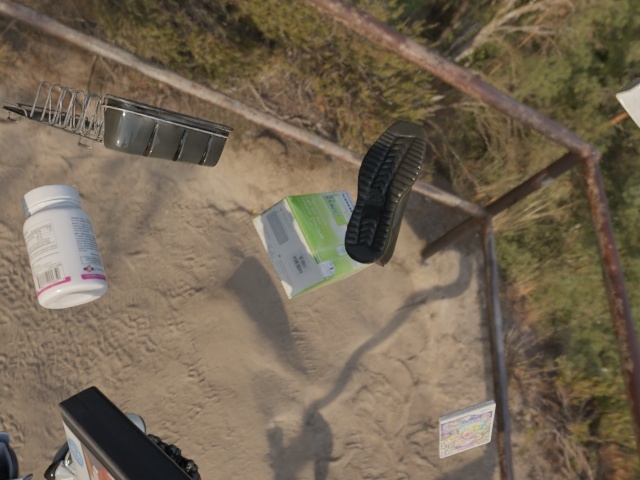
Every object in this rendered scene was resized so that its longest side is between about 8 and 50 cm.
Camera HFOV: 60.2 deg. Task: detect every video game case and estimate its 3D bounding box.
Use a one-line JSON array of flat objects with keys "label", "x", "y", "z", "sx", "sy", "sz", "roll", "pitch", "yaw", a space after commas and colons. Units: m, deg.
[{"label": "video game case", "x": -0.098, "y": 0.275, "z": 0.413, "sx": 0.275, "sy": 0.248, "sz": 0.035, "roll": 24, "pitch": 34, "yaw": 37}, {"label": "video game case", "x": 0.224, "y": 0.292, "z": 0.850, "sx": 0.087, "sy": 0.122, "sz": 0.011, "roll": -16, "pitch": 44, "yaw": -5}]

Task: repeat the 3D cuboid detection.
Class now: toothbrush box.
[{"label": "toothbrush box", "x": 0.000, "y": 0.000, "z": 1.329, "sx": 0.283, "sy": 0.122, "sz": 0.206, "roll": -12, "pitch": 74, "yaw": -59}]

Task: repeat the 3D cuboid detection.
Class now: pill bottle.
[{"label": "pill bottle", "x": -0.646, "y": 0.013, "z": 1.383, "sx": 0.161, "sy": 0.160, "sz": 0.282, "roll": -10, "pitch": 72, "yaw": -32}]

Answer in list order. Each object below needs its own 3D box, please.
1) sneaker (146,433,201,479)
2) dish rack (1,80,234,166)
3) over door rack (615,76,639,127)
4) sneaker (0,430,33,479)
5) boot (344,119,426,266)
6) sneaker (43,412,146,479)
[{"label": "sneaker", "x": -0.188, "y": 0.375, "z": 0.722, "sx": 0.276, "sy": 0.135, "sz": 0.097, "roll": 50, "pitch": 30, "yaw": -7}, {"label": "dish rack", "x": -0.286, "y": -0.165, "z": 0.769, "sx": 0.272, "sy": 0.074, "sz": 0.208, "roll": 20, "pitch": 9, "yaw": 27}, {"label": "over door rack", "x": 0.386, "y": -0.108, "z": 0.314, "sx": 0.108, "sy": 0.240, "sz": 0.324, "roll": 51, "pitch": 7, "yaw": -20}, {"label": "sneaker", "x": -0.447, "y": 0.365, "z": 0.802, "sx": 0.099, "sy": 0.282, "sz": 0.153, "roll": 38, "pitch": 85, "yaw": 25}, {"label": "boot", "x": 0.096, "y": -0.058, "z": 0.780, "sx": 0.077, "sy": 0.137, "sz": 0.197, "roll": 25, "pitch": 90, "yaw": 18}, {"label": "sneaker", "x": -0.320, "y": 0.354, "z": 0.768, "sx": 0.132, "sy": 0.086, "sz": 0.228, "roll": 22, "pitch": 46, "yaw": -41}]
